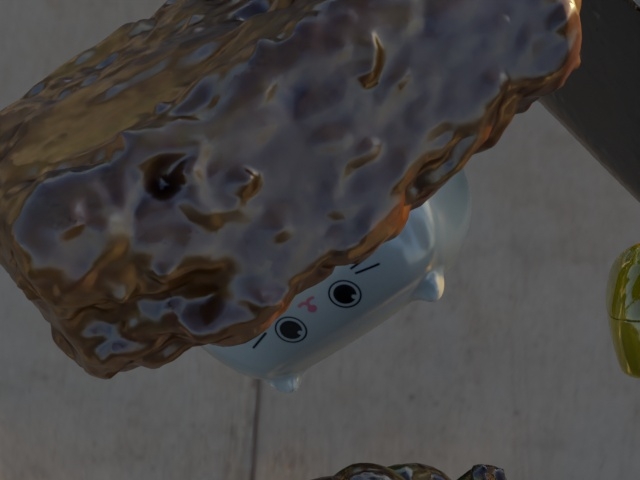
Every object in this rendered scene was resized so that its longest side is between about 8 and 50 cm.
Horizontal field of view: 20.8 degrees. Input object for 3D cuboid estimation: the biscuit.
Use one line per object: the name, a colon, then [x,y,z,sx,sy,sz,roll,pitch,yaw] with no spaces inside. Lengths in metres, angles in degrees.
biscuit: [-0.041,-0.083,1.145,0.395,0.166,0.342,-35,21,-11]

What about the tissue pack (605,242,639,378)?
tissue pack: [0.357,0.053,1.633,0.178,0.127,0.123,-5,12,5]

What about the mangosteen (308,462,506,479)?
mangosteen: [0.062,0.311,1.575,0.275,0.302,0.275,36,19,-15]

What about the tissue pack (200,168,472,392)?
tissue pack: [0.000,0.000,1.876,0.236,0.333,0.229,55,27,-1]

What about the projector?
projector: [0.390,-0.288,2.079,0.242,0.405,0.395,-34,61,-14]
